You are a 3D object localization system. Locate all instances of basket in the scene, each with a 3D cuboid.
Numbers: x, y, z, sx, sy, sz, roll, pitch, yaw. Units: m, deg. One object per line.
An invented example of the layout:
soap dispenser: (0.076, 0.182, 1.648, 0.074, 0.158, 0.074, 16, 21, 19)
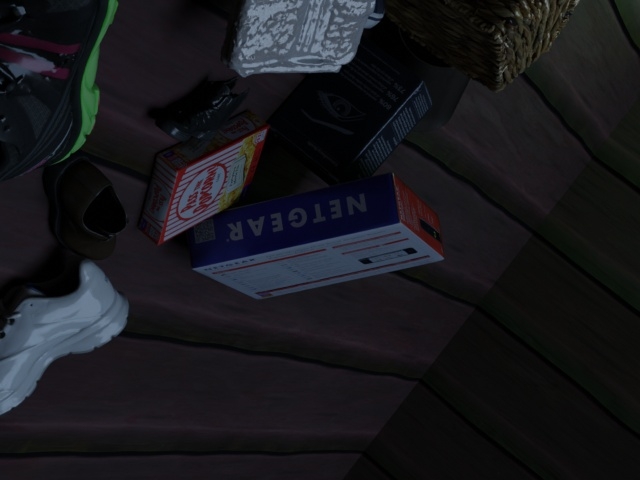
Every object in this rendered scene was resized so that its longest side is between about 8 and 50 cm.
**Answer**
basket: (0.179, -0.292, 2.307, 0.227, 0.154, 0.204, 106, -1, -59)
basket: (0.218, -0.384, 2.009, 0.223, 0.299, 0.213, -47, 160, -10)

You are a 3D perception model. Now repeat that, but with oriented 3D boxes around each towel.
towel: (-0.013, -0.330, 1.739, 0.187, 0.049, 0.282, -7, 127, -30)

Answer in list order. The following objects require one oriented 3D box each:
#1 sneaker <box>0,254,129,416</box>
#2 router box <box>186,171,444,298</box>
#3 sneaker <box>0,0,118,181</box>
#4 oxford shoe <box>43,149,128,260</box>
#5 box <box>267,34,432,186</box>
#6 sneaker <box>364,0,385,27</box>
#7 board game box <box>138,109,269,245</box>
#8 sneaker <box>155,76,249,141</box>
sneaker: (-0.402, 0.126, 1.905, 0.297, 0.111, 0.129, -38, 131, -17)
router box: (0.000, 0.000, 2.245, 0.335, 0.082, 0.301, -12, 165, 14)
sneaker: (-0.316, -0.204, 1.373, 0.202, 0.185, 0.483, -42, 157, -32)
oxford shoe: (-0.294, -0.023, 1.854, 0.083, 0.096, 0.227, -46, 161, -17)
box: (0.046, -0.193, 2.192, 0.207, 0.153, 0.108, -48, 160, -4)
sneaker: (0.026, -0.372, 1.879, 0.127, 0.126, 0.321, -50, 159, 15)
board game box: (-0.169, -0.092, 2.066, 0.193, 0.045, 0.147, -31, 152, -42)
sneaker: (-0.158, -0.182, 1.935, 0.089, 0.051, 0.170, -56, 164, 14)
